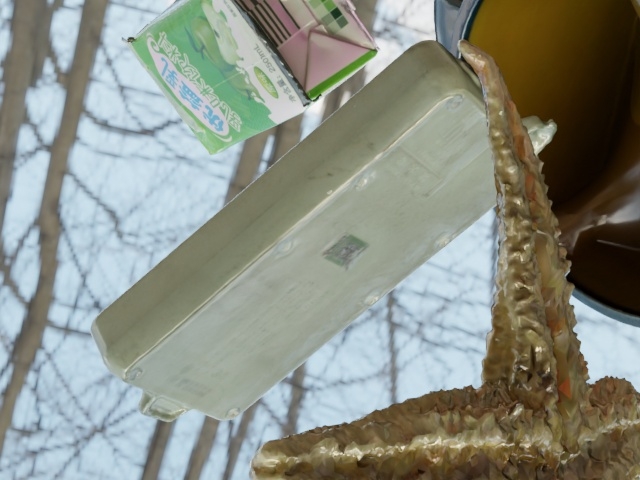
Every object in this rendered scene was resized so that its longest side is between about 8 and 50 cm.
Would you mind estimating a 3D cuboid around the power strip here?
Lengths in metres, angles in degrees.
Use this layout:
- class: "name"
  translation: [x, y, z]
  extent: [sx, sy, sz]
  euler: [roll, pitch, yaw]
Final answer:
- class: "power strip"
  translation: [0.000, 0.000, 0.797]
  extent: [0.118, 0.270, 0.046]
  euler: [33, -159, -53]

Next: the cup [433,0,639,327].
- class: "cup"
  translation: [0.252, -0.114, 0.948]
  extent: [0.292, 0.242, 0.308]
  euler: [-29, -169, -28]

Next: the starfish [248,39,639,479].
- class: "starfish"
  translation: [0.066, 0.080, 0.517]
  extent: [0.048, 0.295, 0.231]
  euler: [-5, -168, 39]

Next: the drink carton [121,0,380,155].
- class: "drink carton"
  translation: [-0.078, -0.197, 1.504]
  extent: [0.108, 0.271, 0.161]
  euler: [-41, -79, -26]
